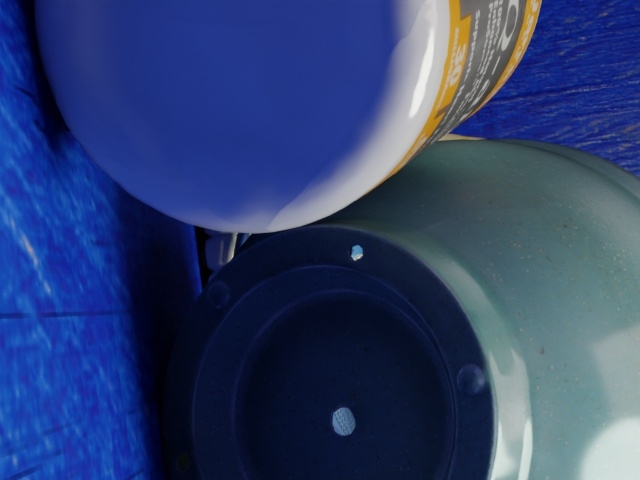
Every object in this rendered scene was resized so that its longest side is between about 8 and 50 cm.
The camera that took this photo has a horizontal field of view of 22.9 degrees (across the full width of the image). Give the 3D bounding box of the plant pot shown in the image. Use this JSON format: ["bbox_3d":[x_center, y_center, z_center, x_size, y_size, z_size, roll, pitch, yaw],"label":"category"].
[{"bbox_3d":[0.047,0.084,0.773,0.196,0.293,0.293,8,72,-60],"label":"plant pot"}]

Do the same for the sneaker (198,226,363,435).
[{"bbox_3d":[0.000,0.000,1.000,0.130,0.147,0.330,-87,169,-74],"label":"sneaker"}]

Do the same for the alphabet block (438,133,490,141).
[{"bbox_3d":[0.121,0.060,1.111,0.197,0.192,0.193,52,-59,33],"label":"alphabet block"}]

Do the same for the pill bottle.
[{"bbox_3d":[0.008,-0.111,0.681,0.278,0.162,0.162,-37,120,-65],"label":"pill bottle"}]
